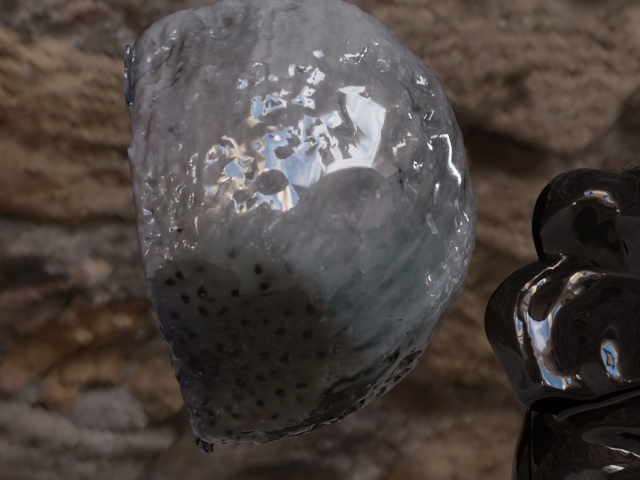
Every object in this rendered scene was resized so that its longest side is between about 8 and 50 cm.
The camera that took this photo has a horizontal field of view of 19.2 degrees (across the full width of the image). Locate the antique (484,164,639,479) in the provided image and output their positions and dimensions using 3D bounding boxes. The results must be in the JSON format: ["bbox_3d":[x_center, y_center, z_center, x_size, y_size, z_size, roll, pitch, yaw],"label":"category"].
[{"bbox_3d":[0.215,0.106,1.012,0.185,0.322,0.255,-7,26,-43],"label":"antique"}]

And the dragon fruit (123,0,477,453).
[{"bbox_3d":[0.000,0.000,1.215,0.221,0.203,0.283,-93,171,-51],"label":"dragon fruit"}]
